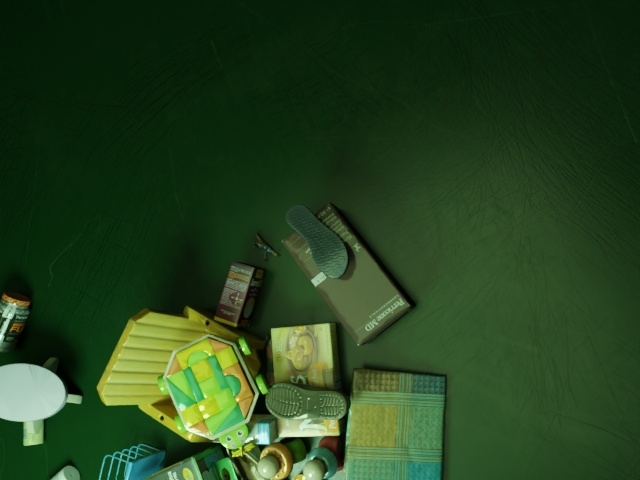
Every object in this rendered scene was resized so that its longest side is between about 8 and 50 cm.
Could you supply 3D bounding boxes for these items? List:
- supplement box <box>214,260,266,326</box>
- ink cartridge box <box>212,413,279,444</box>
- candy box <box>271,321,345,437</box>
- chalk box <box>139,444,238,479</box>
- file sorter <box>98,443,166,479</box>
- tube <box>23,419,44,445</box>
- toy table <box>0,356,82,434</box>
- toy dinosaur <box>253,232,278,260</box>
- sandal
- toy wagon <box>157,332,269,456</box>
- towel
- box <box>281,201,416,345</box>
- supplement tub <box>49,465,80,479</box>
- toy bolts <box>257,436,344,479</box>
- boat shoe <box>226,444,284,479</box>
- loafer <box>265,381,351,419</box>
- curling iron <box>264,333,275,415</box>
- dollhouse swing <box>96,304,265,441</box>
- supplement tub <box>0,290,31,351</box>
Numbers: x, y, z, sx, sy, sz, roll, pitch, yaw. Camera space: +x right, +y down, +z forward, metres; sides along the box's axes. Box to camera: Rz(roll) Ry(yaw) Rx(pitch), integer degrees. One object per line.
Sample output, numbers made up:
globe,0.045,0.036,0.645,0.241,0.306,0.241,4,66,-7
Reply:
supplement box,-0.245,0.165,1.733,0.081,0.104,0.188,16,88,17
ink cartridge box,-0.213,0.550,1.649,0.182,0.104,0.061,-5,85,17
candy box,-0.037,0.405,1.649,0.183,0.087,0.316,-7,82,15
chalk box,-0.366,0.729,1.660,0.289,0.179,0.180,-26,76,11
file sorter,-0.577,0.704,1.729,0.105,0.170,0.118,11,86,21
tube,-0.976,0.571,1.924,0.062,0.070,0.239,-30,64,56
toy table,-0.934,0.497,1.836,0.275,0.161,0.252,18,71,7
toy dinosaur,-0.169,0.020,1.765,0.082,0.047,0.090,10,75,-1
sandal,0.000,-0.001,1.575,0.097,0.054,0.254,-36,65,2
toy wagon,-0.280,0.435,1.561,0.268,0.068,0.344,-26,82,-5
towel,0.206,0.550,1.562,0.272,0.040,0.369,4,82,2
box,0.080,0.096,1.631,0.191,0.143,0.381,-40,76,8
supplement tub,-0.851,0.799,1.847,0.107,0.071,0.071,-41,74,9
toy bolts,-0.048,0.654,1.561,0.229,0.158,0.218,-23,82,24
boat shoe,-0.185,0.705,1.653,0.105,0.089,0.285,-43,74,7
loafer,-0.032,0.448,1.552,0.269,0.092,0.101,0,75,32
curling iron,-0.141,0.417,1.699,0.035,0.068,0.273,-5,87,14
dollhouse swing,-0.398,0.393,1.645,0.315,0.305,0.346,26,90,18
supplement tub,-1.089,0.281,1.958,0.117,0.117,0.190,24,91,18
